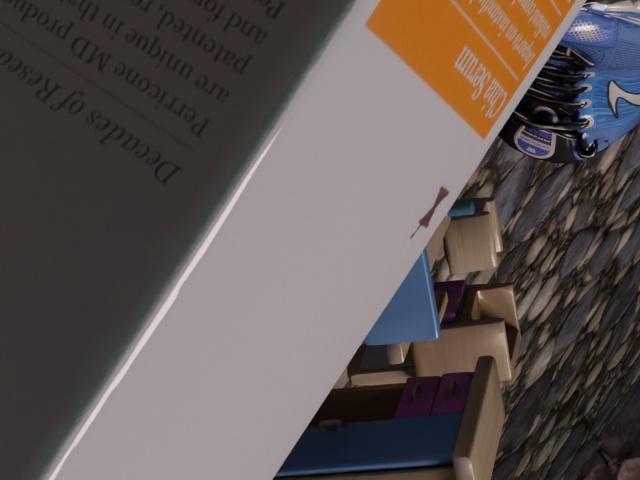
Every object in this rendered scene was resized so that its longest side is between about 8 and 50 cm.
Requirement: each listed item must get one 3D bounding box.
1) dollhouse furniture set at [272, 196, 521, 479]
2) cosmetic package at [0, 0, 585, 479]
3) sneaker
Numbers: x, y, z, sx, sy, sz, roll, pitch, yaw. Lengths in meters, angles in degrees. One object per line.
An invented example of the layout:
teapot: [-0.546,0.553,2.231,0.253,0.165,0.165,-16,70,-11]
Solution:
dollhouse furniture set: [0.000,0.000,1.226,0.286,0.198,0.303,-64,146,-64]
cosmetic package: [-0.064,-0.028,0.735,0.453,0.161,0.230,-57,161,3]
sneaker: [0.195,-0.125,1.388,0.147,0.130,0.330,-60,161,2]
